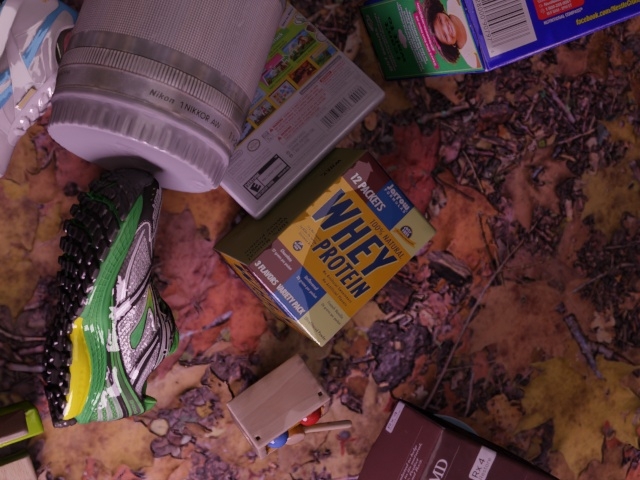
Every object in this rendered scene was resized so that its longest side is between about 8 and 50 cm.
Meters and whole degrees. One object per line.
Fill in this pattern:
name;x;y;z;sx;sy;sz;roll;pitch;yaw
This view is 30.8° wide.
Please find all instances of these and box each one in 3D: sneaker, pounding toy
sneaker;-0.348;-0.176;1.358;0.092;0.087;0.229;18;97;-3
pounding toy;-0.036;0.223;1.491;0.130;0.141;0.100;-34;76;-11
sneaker;-0.238;0.067;1.391;0.146;0.134;0.344;0;122;-28

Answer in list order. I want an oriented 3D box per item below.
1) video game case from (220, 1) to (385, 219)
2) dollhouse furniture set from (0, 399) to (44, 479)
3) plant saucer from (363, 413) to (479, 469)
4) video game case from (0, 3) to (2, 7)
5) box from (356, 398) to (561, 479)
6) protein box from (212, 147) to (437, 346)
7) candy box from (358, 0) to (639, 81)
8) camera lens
video game case;-0.070;-0.173;1.446;0.227;0.026;0.206;-44;80;-8
dollhouse furniture set;-0.384;0.371;1.381;0.197;0.151;0.302;-18;101;-14
plant saucer;0.142;0.330;1.597;0.194;0.037;0.195;-2;97;-17
video game case;-0.564;-0.185;1.331;0.299;0.036;0.329;24;88;-18
box;0.173;0.333;1.499;0.203;0.167;0.169;27;87;-17
protein box;0.000;0.000;1.434;0.200;0.201;0.136;-44;105;-8
candy box;0.230;-0.291;1.415;0.268;0.317;0.122;-22;100;-15
camera lens;-0.173;-0.218;1.331;0.219;0.219;0.274;22;78;-18
